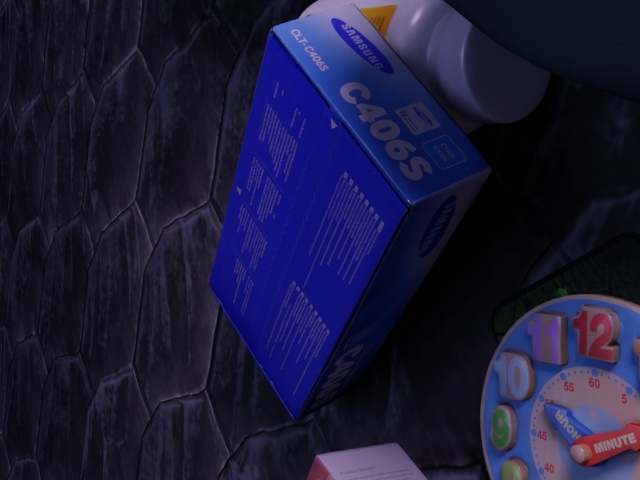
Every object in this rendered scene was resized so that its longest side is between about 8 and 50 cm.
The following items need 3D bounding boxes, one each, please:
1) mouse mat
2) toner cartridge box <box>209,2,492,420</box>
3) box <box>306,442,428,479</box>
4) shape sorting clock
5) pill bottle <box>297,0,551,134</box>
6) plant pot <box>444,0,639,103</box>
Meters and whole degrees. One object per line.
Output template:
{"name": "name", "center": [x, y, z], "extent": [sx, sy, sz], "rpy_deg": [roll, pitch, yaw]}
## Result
{"name": "mouse mat", "center": [0.192, 0.106, 0.587], "extent": [0.152, 0.007, 0.189], "rpy_deg": [-41, 58, 47]}
{"name": "toner cartridge box", "center": [0.000, 0.000, 0.695], "extent": [0.165, 0.075, 0.347], "rpy_deg": [54, 150, 20]}
{"name": "box", "center": [0.054, 0.275, 0.707], "extent": [0.170, 0.091, 0.130], "rpy_deg": [45, 125, 46]}
{"name": "shape sorting clock", "center": [0.179, 0.137, 0.562], "extent": [0.206, 0.040, 0.206], "rpy_deg": [-3, 86, 55]}
{"name": "pill bottle", "center": [0.072, -0.139, 0.670], "extent": [0.208, 0.118, 0.117], "rpy_deg": [15, 101, 55]}
{"name": "plant pot", "center": [0.153, -0.206, 0.435], "extent": [0.272, 0.255, 0.271], "rpy_deg": [-4, 85, 55]}
